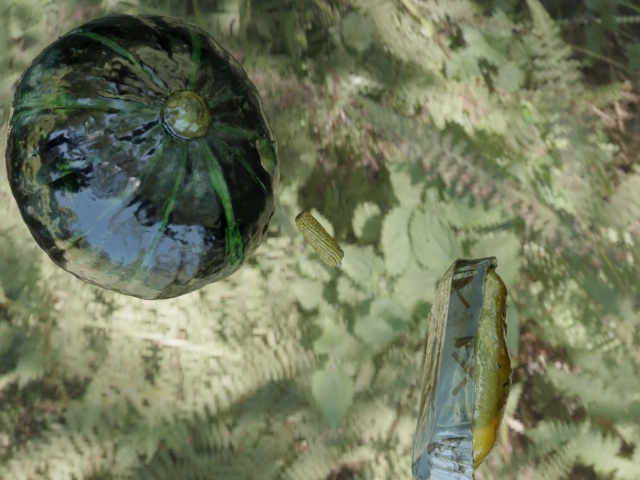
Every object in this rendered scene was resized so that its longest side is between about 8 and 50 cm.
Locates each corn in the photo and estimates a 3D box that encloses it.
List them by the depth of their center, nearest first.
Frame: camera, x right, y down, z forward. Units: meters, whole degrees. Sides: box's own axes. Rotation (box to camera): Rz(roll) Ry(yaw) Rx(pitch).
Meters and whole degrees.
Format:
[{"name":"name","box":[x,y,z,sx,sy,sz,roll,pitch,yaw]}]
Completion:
[{"name":"corn","box":[0.000,0.000,1.614,0.027,0.028,0.083,-45,110,-18]}]

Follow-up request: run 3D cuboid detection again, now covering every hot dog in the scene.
[{"name":"hot dog","box":[0.150,0.138,1.405,0.081,0.270,0.163,13,151,-3]}]

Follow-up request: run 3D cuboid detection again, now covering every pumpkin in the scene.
[{"name":"pumpkin","box":[-0.182,-0.095,1.474,0.315,0.238,0.315,7,76,-29]}]
